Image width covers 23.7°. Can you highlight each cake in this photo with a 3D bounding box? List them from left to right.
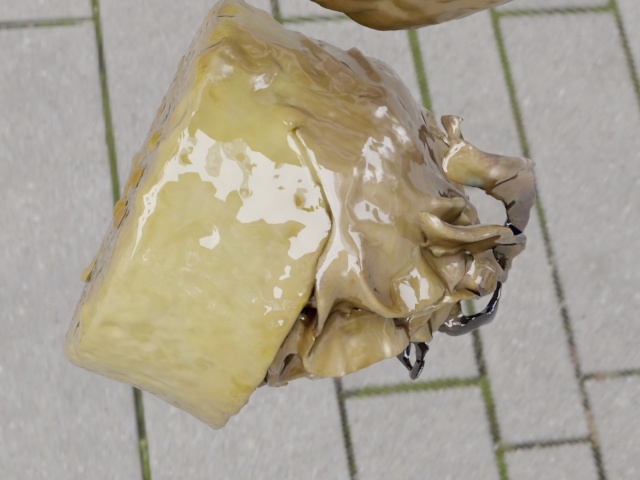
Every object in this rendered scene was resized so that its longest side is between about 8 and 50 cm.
[{"bbox_3d":[-0.002,0.007,1.198,0.321,0.332,0.332,23,62,-9],"label":"cake"}]

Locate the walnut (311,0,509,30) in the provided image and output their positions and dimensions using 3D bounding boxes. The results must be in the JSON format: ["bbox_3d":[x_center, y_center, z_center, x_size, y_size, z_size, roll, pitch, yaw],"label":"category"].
[{"bbox_3d":[0.063,-0.271,0.904,0.252,0.313,0.277,-28,82,-24],"label":"walnut"}]
